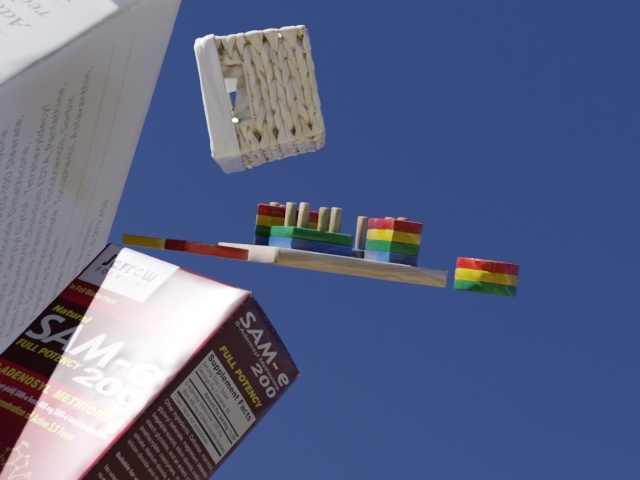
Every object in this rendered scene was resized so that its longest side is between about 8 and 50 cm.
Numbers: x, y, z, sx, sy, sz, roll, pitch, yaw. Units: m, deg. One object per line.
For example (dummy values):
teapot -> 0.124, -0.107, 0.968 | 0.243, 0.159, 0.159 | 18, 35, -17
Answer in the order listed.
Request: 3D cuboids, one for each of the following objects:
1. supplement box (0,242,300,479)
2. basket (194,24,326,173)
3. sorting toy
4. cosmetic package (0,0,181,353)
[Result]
supplement box -> -0.139, 0.117, 0.953 | 0.130, 0.239, 0.073 | 17, -34, 43
basket -> -0.052, -0.129, 1.609 | 0.103, 0.113, 0.167 | -10, -2, 1
sorting toy -> 0.000, 0.000, 1.273 | 0.274, 0.046, 0.132 | 8, -1, -20
cosmetic package -> -0.356, -0.074, 1.150 | 0.329, 0.393, 0.327 | 37, -45, 13
